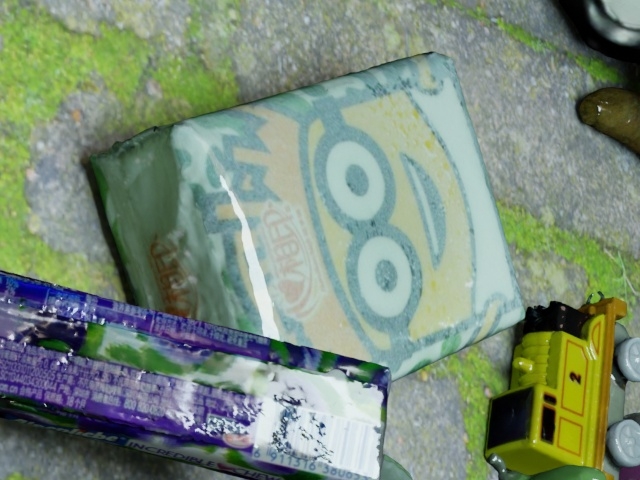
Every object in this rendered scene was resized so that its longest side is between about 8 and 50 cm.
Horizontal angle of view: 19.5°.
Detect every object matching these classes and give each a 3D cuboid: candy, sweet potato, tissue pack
[{"bbox_3d":[-0.107,0.090,1.187,0.312,0.061,0.088,16,68,-13],"label":"candy"},{"bbox_3d":[0.352,-0.080,1.832,0.273,0.075,0.075,36,53,-32],"label":"sweet potato"},{"bbox_3d":[0.000,0.000,1.382,0.311,0.128,0.228,-19,92,-47],"label":"tissue pack"}]

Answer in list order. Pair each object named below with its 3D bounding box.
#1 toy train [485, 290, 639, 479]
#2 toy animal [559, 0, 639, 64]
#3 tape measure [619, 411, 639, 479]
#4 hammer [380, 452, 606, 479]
[{"bbox_3d":[0.210,0.134,1.598,0.127,0.089,0.219,25,61,-29],"label":"toy train"},{"bbox_3d":[0.363,-0.220,1.743,0.267,0.212,0.212,38,44,9],"label":"toy animal"},{"bbox_3d":[0.326,0.302,1.619,0.245,0.149,0.231,46,46,-29],"label":"tape measure"},{"bbox_3d":[0.061,0.206,1.226,0.119,0.335,0.206,35,51,-20],"label":"hammer"}]
